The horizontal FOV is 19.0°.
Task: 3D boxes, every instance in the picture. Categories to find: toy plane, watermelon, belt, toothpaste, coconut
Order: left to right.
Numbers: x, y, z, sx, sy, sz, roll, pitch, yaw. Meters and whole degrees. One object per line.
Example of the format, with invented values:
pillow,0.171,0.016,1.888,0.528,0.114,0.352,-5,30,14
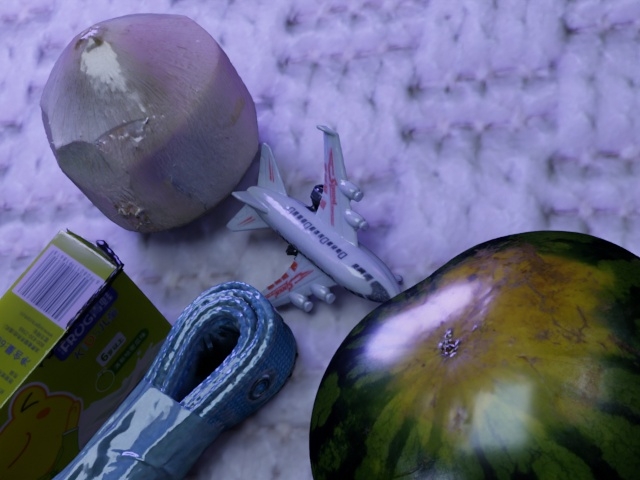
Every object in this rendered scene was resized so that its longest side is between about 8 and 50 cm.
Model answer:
toothpaste,-0.252,0.147,1.462,0.077,0.110,0.327,32,76,35
belt,-0.137,0.158,1.427,0.087,0.072,0.302,37,78,28
coconut,-0.143,-0.099,1.526,0.171,0.183,0.171,-15,52,20
toy plane,0.000,0.000,1.461,0.171,0.065,0.162,34,111,24
watermelon,0.129,0.124,1.213,0.269,0.269,0.269,-12,55,18
